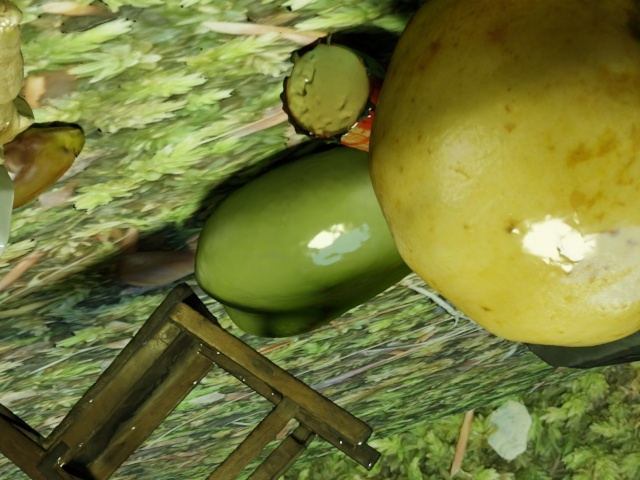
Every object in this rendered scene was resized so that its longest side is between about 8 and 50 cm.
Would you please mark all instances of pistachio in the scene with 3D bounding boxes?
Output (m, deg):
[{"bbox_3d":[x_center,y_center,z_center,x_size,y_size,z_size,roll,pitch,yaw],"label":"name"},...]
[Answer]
[{"bbox_3d":[-0.254,-0.040,1.347,0.173,0.049,0.089,-12,165,-16],"label":"pistachio"}]

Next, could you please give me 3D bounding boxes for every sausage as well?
[{"bbox_3d":[0.064,-0.097,1.442,0.083,0.083,0.264,-24,164,23],"label":"sausage"}]

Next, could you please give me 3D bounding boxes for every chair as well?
[{"bbox_3d":[-0.179,0.138,1.674,0.240,0.416,0.203,-48,167,-6],"label":"chair"}]

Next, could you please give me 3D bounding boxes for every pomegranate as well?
[{"bbox_3d":[0.171,-0.077,1.260,0.307,0.307,0.307,-16,165,-5],"label":"pomegranate"}]

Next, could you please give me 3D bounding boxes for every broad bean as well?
[{"bbox_3d":[0.000,0.001,1.635,0.238,0.119,0.291,-4,159,-32],"label":"broad bean"}]

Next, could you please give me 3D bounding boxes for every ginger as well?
[{"bbox_3d":[-0.227,-0.092,1.161,0.089,0.075,0.288,-1,160,-10],"label":"ginger"}]

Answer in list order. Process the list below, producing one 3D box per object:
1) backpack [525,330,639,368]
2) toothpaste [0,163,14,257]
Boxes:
[{"bbox_3d":[0.352,-0.014,1.736,0.445,0.255,0.363,-23,173,-41],"label":"backpack"},{"bbox_3d":[-0.374,-0.037,1.094,0.371,0.080,0.125,8,156,-24],"label":"toothpaste"}]
